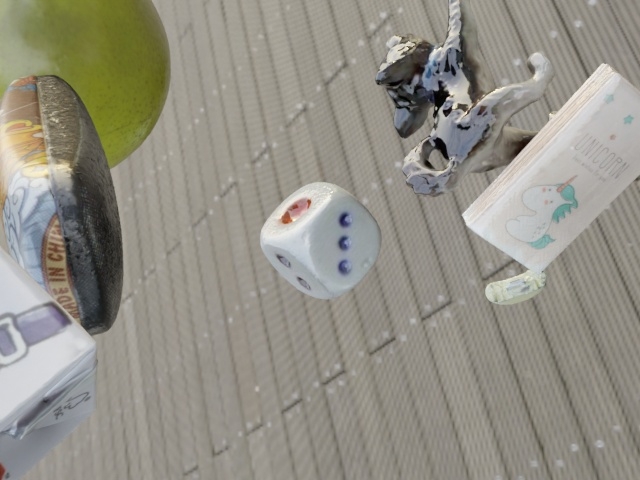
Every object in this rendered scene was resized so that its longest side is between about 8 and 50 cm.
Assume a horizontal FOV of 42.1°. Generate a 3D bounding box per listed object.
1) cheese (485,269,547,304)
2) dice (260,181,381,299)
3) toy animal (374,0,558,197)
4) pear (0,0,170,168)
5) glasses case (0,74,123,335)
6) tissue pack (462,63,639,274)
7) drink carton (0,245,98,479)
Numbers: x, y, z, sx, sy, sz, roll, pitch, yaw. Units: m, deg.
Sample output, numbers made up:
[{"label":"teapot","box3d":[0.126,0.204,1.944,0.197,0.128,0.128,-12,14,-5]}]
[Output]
[{"label":"cheese","box3d":[0.417,0.105,1.753,0.127,0.235,0.049,-20,75,12]},{"label":"dice","box3d":[0.000,0.000,1.789,0.193,0.192,0.194,-49,28,-21]},{"label":"toy animal","box3d":[0.211,-0.248,1.439,0.303,0.194,0.344,-35,59,-5]},{"label":"pear","box3d":[-0.312,-0.195,0.940,0.294,0.294,0.294,-16,70,51]},{"label":"glasses case","box3d":[-0.200,-0.039,0.631,0.321,0.082,0.122,-129,29,-59]},{"label":"tissue pack","box3d":[0.393,-0.105,1.315,0.325,0.170,0.071,-50,24,23]},{"label":"drink carton","box3d":[-0.223,0.088,0.369,0.134,0.222,0.102,41,148,11]}]
